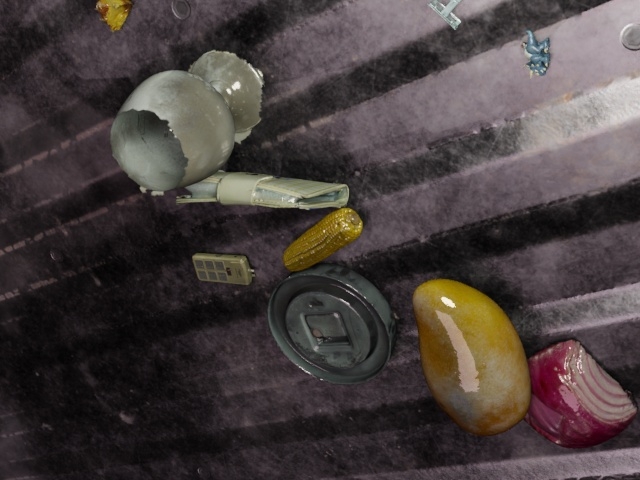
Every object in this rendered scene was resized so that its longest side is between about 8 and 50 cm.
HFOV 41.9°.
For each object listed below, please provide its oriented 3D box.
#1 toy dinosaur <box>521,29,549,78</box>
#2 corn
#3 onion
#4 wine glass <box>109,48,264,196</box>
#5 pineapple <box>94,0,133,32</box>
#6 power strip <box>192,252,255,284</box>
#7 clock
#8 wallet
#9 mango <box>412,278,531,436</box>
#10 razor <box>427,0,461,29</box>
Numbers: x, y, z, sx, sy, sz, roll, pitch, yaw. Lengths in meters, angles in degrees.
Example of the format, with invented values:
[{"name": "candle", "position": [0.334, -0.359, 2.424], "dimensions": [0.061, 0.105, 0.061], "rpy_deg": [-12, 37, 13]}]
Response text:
[{"name": "toy dinosaur", "position": [0.376, -0.326, 1.464], "dimensions": [0.047, 0.030, 0.083], "rpy_deg": [3, 121, 24]}, {"name": "corn", "position": [0.000, 0.000, 1.850], "dimensions": [0.231, 0.080, 0.080], "rpy_deg": [-32, 102, 41]}, {"name": "onion", "position": [0.521, 0.364, 1.789], "dimensions": [0.250, 0.111, 0.247], "rpy_deg": [43, 128, -5]}, {"name": "wine glass", "position": [-0.262, -0.239, 1.676], "dimensions": [0.238, 0.323, 0.238], "rpy_deg": [15, 125, 22]}, {"name": "pineapple", "position": [-0.448, -0.512, 1.773], "dimensions": [0.077, 0.114, 0.114], "rpy_deg": [-32, 85, 2]}, {"name": "power strip", "position": [-0.236, 0.070, 2.051], "dimensions": [0.169, 0.028, 0.076], "rpy_deg": [2, 120, 27]}, {"name": "clock", "position": [0.026, 0.197, 1.971], "dimensions": [0.319, 0.066, 0.319], "rpy_deg": [14, 126, 20]}, {"name": "wallet", "position": [-0.124, -0.103, 1.765], "dimensions": [0.309, 0.223, 0.077], "rpy_deg": [6, 96, 26]}, {"name": "mango", "position": [0.311, 0.240, 1.758], "dimensions": [0.221, 0.199, 0.384], "rpy_deg": [-19, 108, 37]}, {"name": "razor", "position": [0.255, -0.441, 1.457], "dimensions": [0.068, 0.040, 0.135], "rpy_deg": [41, 123, -3]}]
